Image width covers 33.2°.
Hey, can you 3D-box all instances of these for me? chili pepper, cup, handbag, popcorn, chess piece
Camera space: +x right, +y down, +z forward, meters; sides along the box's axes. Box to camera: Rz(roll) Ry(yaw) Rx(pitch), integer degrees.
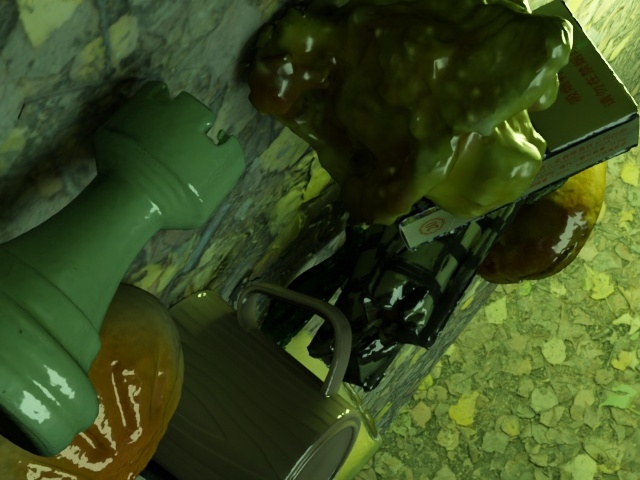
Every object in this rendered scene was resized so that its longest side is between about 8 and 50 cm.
[{"bbox_3d":[-0.027,0.090,1.651,0.279,0.065,0.122,-48,177,7],"label":"chili pepper"},{"bbox_3d":[-0.090,0.200,1.378,0.288,0.273,0.208,-49,157,-16],"label":"cup"},{"bbox_3d":[0.135,0.022,1.474,0.327,0.163,0.325,-55,178,-23],"label":"handbag"},{"bbox_3d":[0.116,-0.181,1.114,0.321,0.325,0.290,-9,-177,23],"label":"popcorn"},{"bbox_3d":[-0.194,0.008,0.882,0.299,0.195,0.194,-52,165,-24],"label":"chess piece"}]

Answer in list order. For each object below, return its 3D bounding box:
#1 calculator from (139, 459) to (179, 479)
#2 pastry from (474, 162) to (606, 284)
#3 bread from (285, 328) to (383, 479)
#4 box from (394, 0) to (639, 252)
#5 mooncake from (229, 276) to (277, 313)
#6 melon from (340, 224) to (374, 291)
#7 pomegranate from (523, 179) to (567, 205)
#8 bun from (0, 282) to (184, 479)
[{"bbox_3d":[-0.206,0.298,1.486,0.021,0.161,0.262,-63,161,2],"label":"calculator"},{"bbox_3d":[0.360,-0.075,1.899,0.356,0.164,0.356,-45,-154,28],"label":"pastry"},{"bbox_3d":[-0.048,0.340,1.888,0.346,0.242,0.405,-45,166,-25],"label":"bread"},{"bbox_3d":[0.202,-0.141,1.305,0.310,0.198,0.084,-25,149,2],"label":"box"},{"bbox_3d":[0.010,0.007,1.579,0.347,0.057,0.150,-25,142,-50],"label":"mooncake"},{"bbox_3d":[0.103,0.053,1.766,0.139,0.139,0.192,-28,147,-51],"label":"melon"},{"bbox_3d":[0.280,-0.175,1.668,0.277,0.222,0.204,26,115,-39],"label":"pomegranate"},{"bbox_3d":[-0.253,0.194,1.135,0.299,0.165,0.299,-42,161,-18],"label":"bun"}]
